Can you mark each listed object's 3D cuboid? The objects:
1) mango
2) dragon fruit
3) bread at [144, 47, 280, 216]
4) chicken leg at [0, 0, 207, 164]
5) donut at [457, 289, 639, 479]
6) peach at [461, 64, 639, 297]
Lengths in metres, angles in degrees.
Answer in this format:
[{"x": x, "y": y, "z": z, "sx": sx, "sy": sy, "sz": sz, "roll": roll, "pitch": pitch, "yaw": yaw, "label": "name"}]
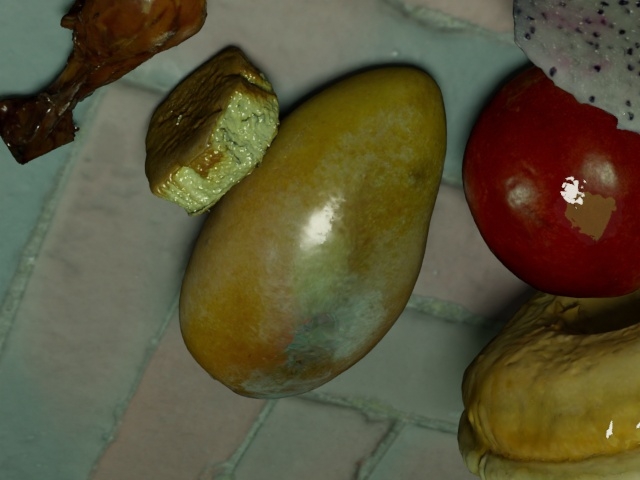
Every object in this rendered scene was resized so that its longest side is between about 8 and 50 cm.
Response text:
[{"x": 0.000, "y": 0.000, "z": 1.223, "sx": 0.221, "sy": 0.199, "sz": 0.384, "roll": 27, "pitch": 108, "yaw": -22, "label": "mango"}, {"x": 0.292, "y": -0.256, "z": 1.054, "sx": 0.221, "sy": 0.204, "sz": 0.283, "roll": 17, "pitch": 139, "yaw": 16, "label": "dragon fruit"}, {"x": -0.102, "y": -0.099, "z": 1.163, "sx": 0.140, "sy": 0.128, "sz": 0.069, "roll": -37, "pitch": 128, "yaw": 20, "label": "bread"}, {"x": -0.199, "y": -0.168, "z": 1.126, "sx": 0.113, "sy": 0.093, "sz": 0.304, "roll": 20, "pitch": 129, "yaw": -36, "label": "chicken leg"}, {"x": 0.345, "y": 0.128, "z": 1.228, "sx": 0.448, "sy": 0.449, "sz": 0.198, "roll": -23, "pitch": 102, "yaw": 11, "label": "donut"}, {"x": 0.257, "y": -0.062, "z": 1.196, "sx": 0.243, "sy": 0.199, "sz": 0.244, "roll": -3, "pitch": 112, "yaw": -7, "label": "peach"}]
